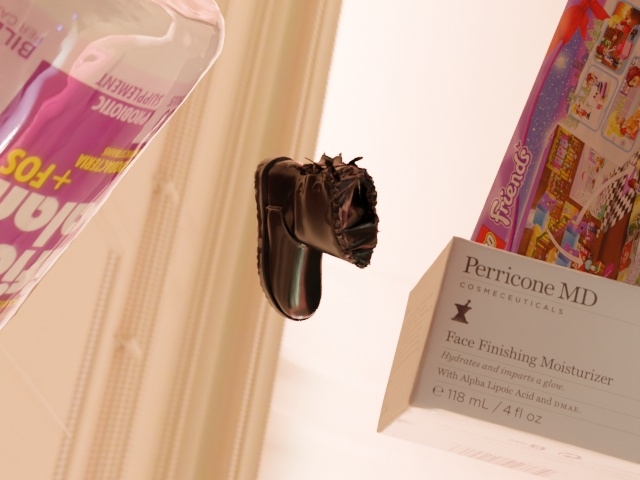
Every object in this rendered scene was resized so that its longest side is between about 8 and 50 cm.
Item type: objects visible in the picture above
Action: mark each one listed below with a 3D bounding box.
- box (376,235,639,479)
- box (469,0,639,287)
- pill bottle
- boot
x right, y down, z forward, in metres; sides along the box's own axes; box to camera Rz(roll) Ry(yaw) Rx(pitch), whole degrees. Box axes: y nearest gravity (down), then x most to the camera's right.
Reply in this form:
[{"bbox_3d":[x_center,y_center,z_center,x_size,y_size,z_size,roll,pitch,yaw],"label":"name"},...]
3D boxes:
[{"bbox_3d":[0.146,0.092,0.984,0.181,0.182,0.119,15,-104,-1],"label":"box"},{"bbox_3d":[0.239,-0.059,1.168,0.057,0.293,0.201,6,-156,-34],"label":"box"},{"bbox_3d":[-0.193,-0.028,0.632,0.301,0.169,0.169,-50,-121,15],"label":"pill bottle"},{"bbox_3d":[0.000,0.000,0.911,0.045,0.121,0.099,-15,-165,-32],"label":"boot"}]
